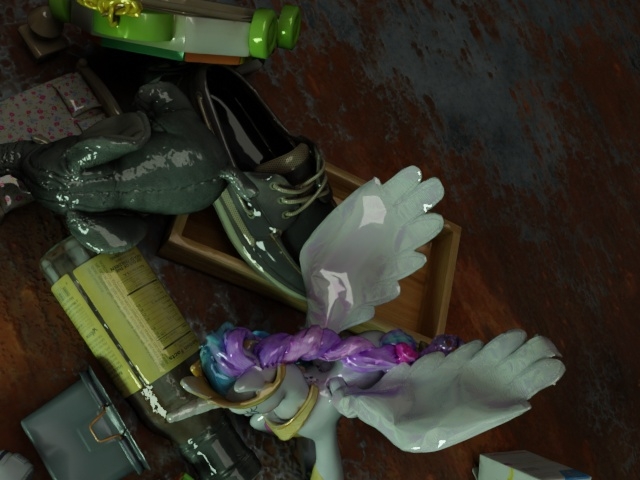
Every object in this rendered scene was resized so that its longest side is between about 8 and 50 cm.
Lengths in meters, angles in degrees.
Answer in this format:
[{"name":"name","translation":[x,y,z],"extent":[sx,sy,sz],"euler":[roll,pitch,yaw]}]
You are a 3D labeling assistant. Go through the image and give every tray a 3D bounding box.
[{"name":"tray","translation":[0.000,0.000,0.990],"extent":[0.410,0.076,0.203],"euler":[23,64,-18]}]

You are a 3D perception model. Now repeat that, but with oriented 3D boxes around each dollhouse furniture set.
[{"name":"dollhouse furniture set","translation":[-0.372,-0.142,0.783],"extent":[0.303,0.174,0.356],"euler":[-34,90,-32]}]

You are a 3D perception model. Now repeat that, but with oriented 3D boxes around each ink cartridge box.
[{"name":"ink cartridge box","translation":[0.291,0.356,0.989],"extent":[0.092,0.143,0.090],"euler":[5,88,-26]}]

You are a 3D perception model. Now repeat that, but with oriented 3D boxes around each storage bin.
[{"name":"storage bin","translation":[-0.260,0.219,0.771],"extent":[0.091,0.098,0.135],"euler":[-31,89,-22]}]

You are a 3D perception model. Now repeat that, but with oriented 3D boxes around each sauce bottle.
[{"name":"sauce bottle","translation":[-0.192,0.143,0.819],"extent":[0.111,0.111,0.344],"euler":[-32,91,-32]}]

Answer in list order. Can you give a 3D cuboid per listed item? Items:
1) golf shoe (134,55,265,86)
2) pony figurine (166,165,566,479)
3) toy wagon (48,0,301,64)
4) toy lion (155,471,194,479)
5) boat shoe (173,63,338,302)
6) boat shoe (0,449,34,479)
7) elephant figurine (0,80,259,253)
[{"name":"golf shoe","translation":[-0.162,-0.224,0.992],"extent":[0.198,0.077,0.094],"euler":[-18,104,-33]},{"name":"pony figurine","translation":[0.048,0.144,0.775],"extent":[0.351,0.363,0.303],"euler":[-32,55,1]},{"name":"toy wagon","translation":[-0.180,-0.262,0.834],"extent":[0.267,0.068,0.344],"euler":[12,22,8]},{"name":"toy lion","translation":[-0.181,0.302,0.776],"extent":[0.034,0.096,0.100],"euler":[42,60,-9]},{"name":"boat shoe","translation":[-0.061,-0.065,0.860],"extent":[0.355,0.130,0.132],"euler":[48,58,-6]},{"name":"boat shoe","translation":[-0.391,0.335,0.664],"extent":[0.094,0.109,0.302],"euler":[24,53,-2]},{"name":"elephant figurine","translation":[-0.231,-0.067,0.754],"extent":[0.239,0.186,0.169],"euler":[-26,93,-46]}]
